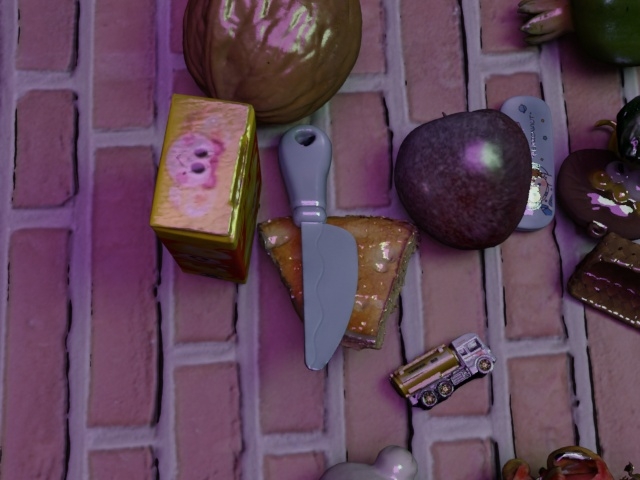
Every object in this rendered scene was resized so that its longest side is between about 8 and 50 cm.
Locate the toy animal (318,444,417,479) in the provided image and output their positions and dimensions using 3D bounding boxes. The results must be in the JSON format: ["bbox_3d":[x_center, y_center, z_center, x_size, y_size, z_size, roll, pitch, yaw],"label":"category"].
[{"bbox_3d":[0.011,0.384,0.905,0.325,0.154,0.208,-38,76,-5],"label":"toy animal"}]

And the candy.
[{"bbox_3d":[-0.118,-0.045,0.924,0.088,0.276,0.146,9,80,-1],"label":"candy"}]

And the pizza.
[{"bbox_3d":[0.009,0.048,1.018,0.204,0.080,0.188,10,55,10],"label":"pizza"}]

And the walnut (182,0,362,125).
[{"bbox_3d":[-0.061,-0.248,1.008,0.228,0.228,0.228,0,78,-2],"label":"walnut"}]

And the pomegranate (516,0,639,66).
[{"bbox_3d":[0.367,-0.304,1.061,0.225,0.187,0.187,-10,78,21],"label":"pomegranate"}]

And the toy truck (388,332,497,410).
[{"bbox_3d":[0.148,0.158,1.007,0.123,0.052,0.063,-30,75,-6],"label":"toy truck"}]

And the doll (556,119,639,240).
[{"bbox_3d":[0.371,-0.084,1.049,0.145,0.096,0.188,9,68,-8],"label":"doll"}]

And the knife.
[{"bbox_3d":[0.002,-0.001,0.988,0.080,0.044,0.331,-4,59,-8],"label":"knife"}]

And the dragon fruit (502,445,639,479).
[{"bbox_3d":[0.294,0.356,0.883,0.269,0.250,0.291,-33,54,-25],"label":"dragon fruit"}]

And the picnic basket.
[{"bbox_3d":[0.407,0.062,1.013,0.193,0.110,0.055,26,56,3],"label":"picnic basket"}]

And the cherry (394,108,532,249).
[{"bbox_3d":[0.170,-0.074,1.006,0.176,0.140,0.176,-3,83,26],"label":"cherry"}]

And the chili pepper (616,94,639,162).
[{"bbox_3d":[0.457,-0.112,0.985,0.265,0.116,0.148,13,56,-36],"label":"chili pepper"}]

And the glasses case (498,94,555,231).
[{"bbox_3d":[0.263,-0.100,1.068,0.067,0.045,0.178,1,79,-1],"label":"glasses case"}]
